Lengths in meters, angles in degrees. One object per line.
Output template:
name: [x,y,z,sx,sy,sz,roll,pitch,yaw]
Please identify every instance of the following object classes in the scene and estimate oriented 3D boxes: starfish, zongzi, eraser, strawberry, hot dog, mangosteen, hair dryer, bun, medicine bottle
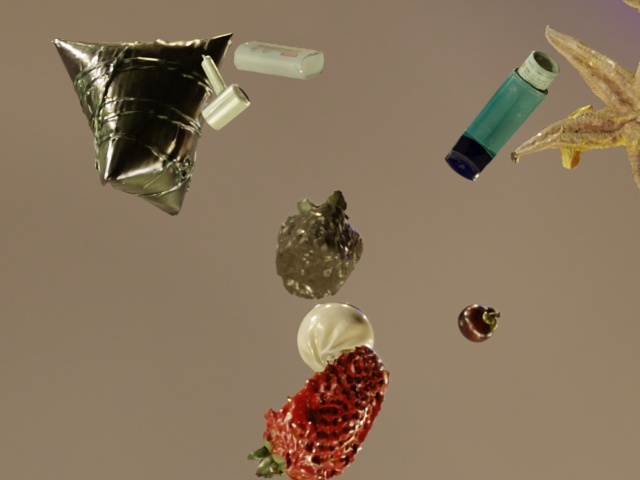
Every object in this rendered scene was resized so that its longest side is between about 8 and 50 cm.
starfish: [0.557,-0.251,1.359,0.132,0.398,0.383,-15,-156,-42]
zongzi: [-0.389,-0.264,1.398,0.362,0.319,0.384,11,-102,8]
eraser: [-0.123,-0.550,2.176,0.227,0.081,0.174,13,-156,19]
strawberry: [0.017,0.305,1.181,0.106,0.286,0.188,34,165,40]
hot dog: [0.613,-0.251,1.743,0.078,0.061,0.169,28,-99,-44]
mangosteen: [0.320,0.167,1.460,0.081,0.081,0.081,24,-138,-24]
hair dryer: [-0.151,-0.221,1.020,0.038,0.063,0.124,24,-147,-58]
bun: [0.033,0.226,1.560,0.172,0.173,0.120,33,-156,-15]
medicine bottle: [0.342,-0.233,1.346,0.079,0.258,0.124,40,-137,6]

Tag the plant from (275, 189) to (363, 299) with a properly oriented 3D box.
plant: [0.000,0.000,2.013,0.213,0.215,0.312,60,-156,-24]
